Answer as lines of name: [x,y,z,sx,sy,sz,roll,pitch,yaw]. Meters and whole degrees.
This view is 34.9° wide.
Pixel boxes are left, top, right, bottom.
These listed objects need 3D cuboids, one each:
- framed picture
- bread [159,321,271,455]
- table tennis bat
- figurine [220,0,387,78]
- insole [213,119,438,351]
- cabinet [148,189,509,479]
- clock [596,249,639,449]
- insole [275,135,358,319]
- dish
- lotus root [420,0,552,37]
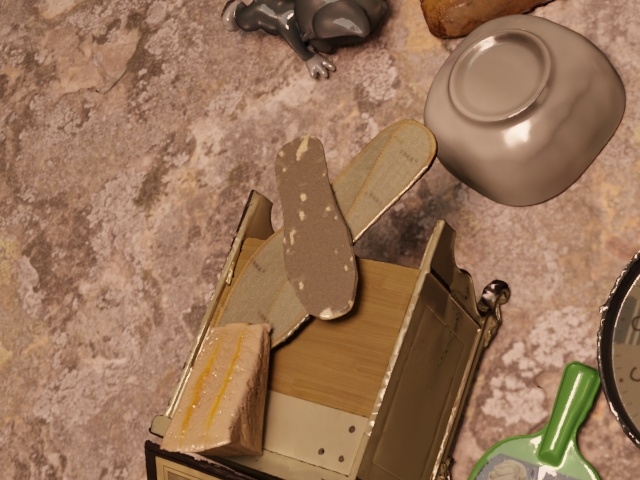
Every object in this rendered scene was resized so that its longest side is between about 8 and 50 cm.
framed picture: [-0.136,0.358,1.254,0.200,0.010,0.195,11,111,33]
bread: [-0.105,0.148,1.051,0.077,0.105,0.152,-6,70,19]
table tennis bat: [0.251,0.257,1.132,0.161,0.039,0.257,18,80,32]
figurine: [-0.016,-0.356,1.502,0.265,0.140,0.193,17,60,19]
insole: [0.000,0.000,1.136,0.348,0.009,0.119,-47,53,-1]
cabinet: [0.022,0.140,1.200,0.290,0.227,0.317,9,71,33]
clock: [0.437,0.112,1.052,0.313,0.061,0.312,-15,64,32]
insole: [-0.008,-0.018,1.138,0.081,0.011,0.247,-22,55,15]
dish: [0.242,-0.181,1.284,0.256,0.117,0.256,-11,64,24]
lotus root: [0.276,-0.398,1.388,0.330,0.078,0.167,-27,59,17]
